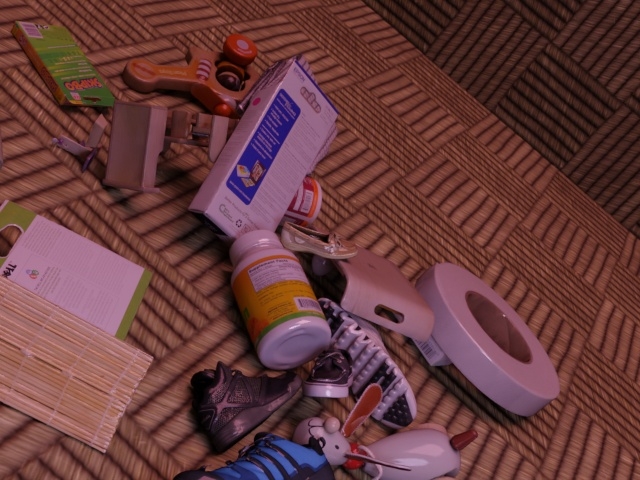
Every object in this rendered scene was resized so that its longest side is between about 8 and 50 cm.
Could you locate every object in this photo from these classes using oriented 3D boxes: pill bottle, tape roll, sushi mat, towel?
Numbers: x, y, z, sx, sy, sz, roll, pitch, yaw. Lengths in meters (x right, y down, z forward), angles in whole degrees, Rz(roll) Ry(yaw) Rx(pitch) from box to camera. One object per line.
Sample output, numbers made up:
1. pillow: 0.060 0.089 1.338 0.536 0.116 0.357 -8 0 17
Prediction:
1. pill bottle: -0.116 -0.103 1.884 0.221 0.121 0.121 18 36 -33
2. tape roll: 0.369 0.211 1.969 0.392 0.072 0.392 37 23 -19
3. pill bottle: -0.084 0.101 1.625 0.136 0.136 0.245 11 40 -39
4. sushi mat: -0.403 0.156 1.236 0.317 0.019 0.151 31 76 -13
5. towel: -0.074 -0.285 2.103 0.235 0.121 0.283 66 26 -23

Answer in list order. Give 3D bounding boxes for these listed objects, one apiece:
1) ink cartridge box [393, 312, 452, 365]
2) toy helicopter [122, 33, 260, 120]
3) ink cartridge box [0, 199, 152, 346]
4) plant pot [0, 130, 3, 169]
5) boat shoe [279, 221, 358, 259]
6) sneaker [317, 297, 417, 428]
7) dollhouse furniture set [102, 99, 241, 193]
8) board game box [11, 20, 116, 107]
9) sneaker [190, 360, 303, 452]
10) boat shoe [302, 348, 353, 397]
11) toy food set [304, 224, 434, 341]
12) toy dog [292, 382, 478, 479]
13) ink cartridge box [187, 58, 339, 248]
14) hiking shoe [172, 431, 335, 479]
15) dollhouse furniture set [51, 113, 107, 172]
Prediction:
1. ink cartridge box: 0.258 0.191 1.975 0.181 0.056 0.225 54 21 26
2. toy helicopter: -0.288 -0.363 2.086 0.355 0.140 0.234 -3 58 -35
3. ink cartridge box: -0.408 0.072 1.357 0.255 0.097 0.188 29 31 -13
4. plant pot: -0.619 -0.216 1.408 0.256 0.256 0.274 -19 78 -56
5. boat shoe: -0.001 -0.001 1.720 0.153 0.048 0.056 12 22 0
6. sneaker: 0.094 0.225 1.693 0.292 0.110 0.118 53 24 22
7. dollhouse furniture set: -0.294 -0.176 1.745 0.212 0.160 0.242 12 7 31
8. board game box: -0.536 -0.363 1.870 0.124 0.039 0.259 -7 50 -50
9. sneaker: -0.122 0.239 1.446 0.130 0.087 0.228 52 37 10
10. boat shoe: 0.020 0.225 1.546 0.080 0.076 0.228 1 -1 13
11. toy food set: 0.082 0.090 1.823 0.220 0.092 0.306 25 15 -28
12. toy dog: 0.134 0.349 1.500 0.334 0.161 0.220 5 44 -44
13. ink cartridge box: -0.104 -0.160 1.756 0.069 0.370 0.176 12 -24 43
14. hiking shoe: -0.101 0.346 1.295 0.304 0.113 0.132 18 43 -43
15. dollhouse furniture set: -0.449 -0.209 1.678 0.081 0.114 0.091 28 34 -9
